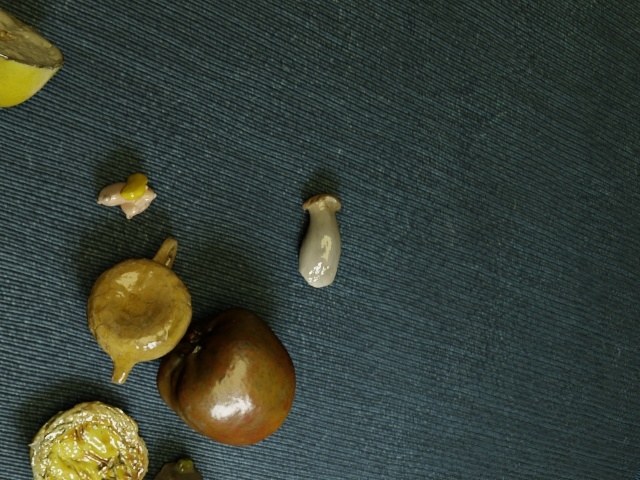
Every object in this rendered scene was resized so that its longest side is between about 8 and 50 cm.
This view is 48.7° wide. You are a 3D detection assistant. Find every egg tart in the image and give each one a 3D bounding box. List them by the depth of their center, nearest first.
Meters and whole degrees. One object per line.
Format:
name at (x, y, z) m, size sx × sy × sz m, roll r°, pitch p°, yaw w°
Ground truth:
egg tart at (-0.480, 0.444, 1.451) m, size 0.252 × 0.098 × 0.232 m, roll 36°, pitch 75°, yaw -26°

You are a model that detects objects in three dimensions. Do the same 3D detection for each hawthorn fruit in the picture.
hawthorn fruit at (-0.175, 0.299, 1.471) m, size 0.301 × 0.267 × 0.268 m, roll 44°, pitch 78°, yaw -31°

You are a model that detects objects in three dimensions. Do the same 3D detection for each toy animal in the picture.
toy animal at (-0.388, -0.081, 1.437) m, size 0.114 × 0.091 × 0.082 m, roll -27°, pitch 120°, yaw -20°

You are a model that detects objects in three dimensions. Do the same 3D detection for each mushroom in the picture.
mushroom at (0.000, 0.000, 1.609) m, size 0.096 × 0.088 × 0.213 m, roll 1°, pitch 90°, yaw 9°

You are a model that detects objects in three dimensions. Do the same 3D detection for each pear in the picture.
pear at (-0.618, -0.324, 1.268) m, size 0.266 × 0.267 × 0.178 m, roll 29°, pitch 108°, yaw -23°

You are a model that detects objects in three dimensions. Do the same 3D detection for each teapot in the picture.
teapot at (-0.360, 0.139, 1.441) m, size 0.203 × 0.167 × 0.311 m, roll 18°, pitch 67°, yaw 0°

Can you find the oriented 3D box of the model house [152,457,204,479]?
model house at (-0.306, 0.595, 1.487) m, size 0.174 × 0.193 × 0.234 m, roll 5°, pitch 94°, yaw -21°
